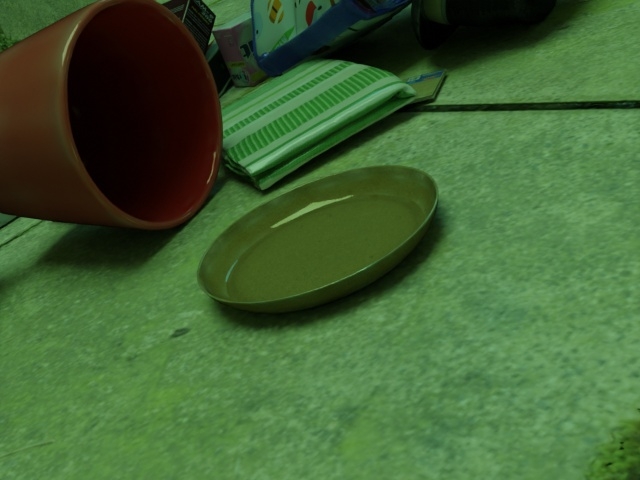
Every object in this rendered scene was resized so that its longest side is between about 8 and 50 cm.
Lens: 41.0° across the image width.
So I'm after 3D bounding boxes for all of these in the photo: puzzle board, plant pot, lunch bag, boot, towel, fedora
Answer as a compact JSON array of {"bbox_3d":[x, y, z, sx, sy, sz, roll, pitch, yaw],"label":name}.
[{"bbox_3d":[0.098,-0.191,1.126,0.128,0.011,0.096,-10,26,25],"label":"puzzle board"},{"bbox_3d":[0.000,0.000,0.794,0.236,0.032,0.236,-19,25,9],"label":"plant pot"},{"bbox_3d":[-0.293,-0.137,1.022,0.243,0.275,0.275,-4,30,29],"label":"plant pot"},{"bbox_3d":[0.051,-0.454,1.341,0.328,0.239,0.385,-15,50,61],"label":"lunch bag"},{"bbox_3d":[-0.228,-0.319,1.581,0.176,0.088,0.244,-7,32,33],"label":"boot"},{"bbox_3d":[-0.039,-0.168,1.148,0.248,0.038,0.325,-32,25,-11],"label":"towel"},{"bbox_3d":[0.258,-0.392,1.171,0.153,0.334,0.334,25,44,18],"label":"fedora"}]

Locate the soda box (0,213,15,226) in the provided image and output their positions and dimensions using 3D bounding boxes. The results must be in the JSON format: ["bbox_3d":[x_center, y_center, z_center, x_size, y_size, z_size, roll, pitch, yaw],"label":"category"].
[{"bbox_3d":[-0.544,-0.022,1.249,0.069,0.074,0.216,6,37,46],"label":"soda box"}]

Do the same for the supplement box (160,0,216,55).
[{"bbox_3d":[-0.269,-0.297,1.450,0.130,0.073,0.239,-10,57,33],"label":"supplement box"}]

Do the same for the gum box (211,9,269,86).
[{"bbox_3d":[-0.087,-0.362,1.516,0.188,0.107,0.062,-38,29,-30],"label":"gum box"}]
